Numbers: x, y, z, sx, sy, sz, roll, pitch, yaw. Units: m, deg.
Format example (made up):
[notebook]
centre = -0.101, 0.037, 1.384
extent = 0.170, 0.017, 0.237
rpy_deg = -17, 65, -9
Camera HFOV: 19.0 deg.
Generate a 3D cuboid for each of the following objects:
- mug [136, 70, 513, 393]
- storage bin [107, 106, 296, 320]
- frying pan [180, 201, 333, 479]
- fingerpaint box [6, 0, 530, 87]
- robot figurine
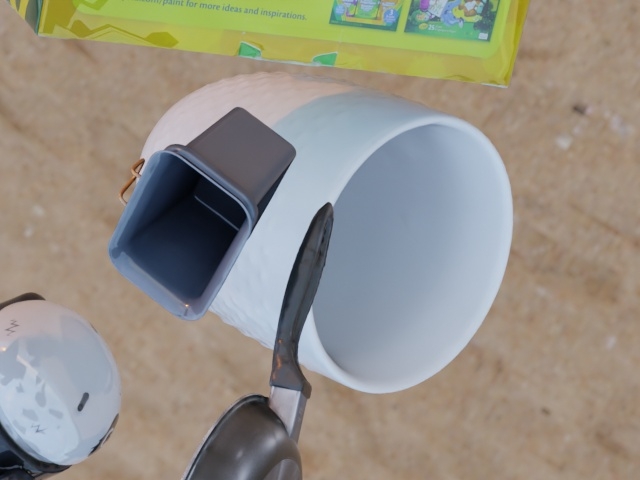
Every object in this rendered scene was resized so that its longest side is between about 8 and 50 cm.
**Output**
[mug]
centre = 0.000, 0.000, 1.932
extent = 0.328, 0.276, 0.374
rpy_deg = 23, 156, 43
[storage bin]
centre = -0.081, -0.028, 1.328
extent = 0.098, 0.091, 0.135
rpy_deg = 37, 136, 5
[frying pan]
centre = -0.035, 0.154, 1.330
extent = 0.053, 0.326, 0.197
rpy_deg = 17, 144, 19
[fingerpaint box]
centre = -0.020, -0.346, 1.625
extent = 0.163, 0.445, 0.371
rpy_deg = -136, 53, -58
[robot figurine]
centre = -0.324, 0.167, 1.862
extent = 0.278, 0.173, 0.209
rpy_deg = -25, 84, 24
